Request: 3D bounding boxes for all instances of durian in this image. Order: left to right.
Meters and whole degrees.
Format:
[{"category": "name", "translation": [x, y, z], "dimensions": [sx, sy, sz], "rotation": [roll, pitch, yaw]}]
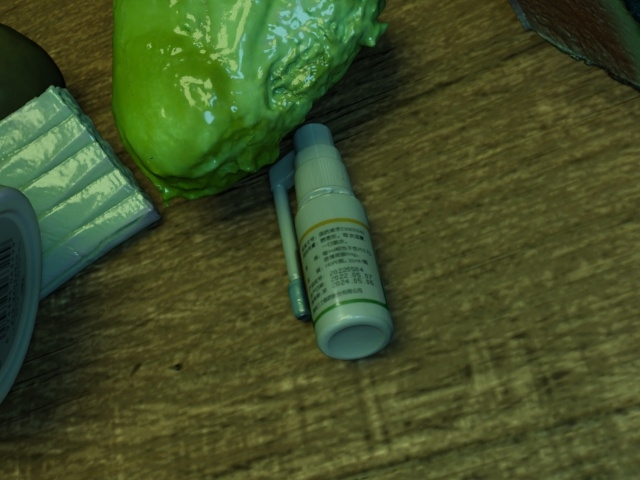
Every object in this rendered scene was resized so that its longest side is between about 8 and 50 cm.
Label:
[{"category": "durian", "translation": [-0.077, -0.198, 0.823], "dimensions": [0.339, 0.204, 0.256], "rotation": [-52, 39, -5]}]

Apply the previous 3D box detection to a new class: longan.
[{"category": "longan", "translation": [-0.366, -0.153, 0.970], "dimensions": [0.189, 0.189, 0.189], "rotation": [-12, 58, 21]}]

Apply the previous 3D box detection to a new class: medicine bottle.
[{"category": "medicine bottle", "translation": [0.000, 0.000, 0.769], "dimensions": [0.092, 0.061, 0.220], "rotation": [-39, 44, 31]}]

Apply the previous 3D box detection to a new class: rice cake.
[{"category": "rice cake", "translation": [-0.283, -0.035, 0.895], "dimensions": [0.198, 0.037, 0.189], "rotation": [-40, 86, 5]}]

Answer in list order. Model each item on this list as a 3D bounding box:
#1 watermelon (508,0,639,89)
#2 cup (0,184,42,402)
[{"category": "watermelon", "translation": [0.193, -0.228, 0.700], "dimensions": [0.148, 0.318, 0.226], "rotation": [-67, 16, -13]}, {"category": "cup", "translation": [-0.448, 0.026, 0.772], "dimensions": [0.372, 0.253, 0.253], "rotation": [8, 64, 3]}]
